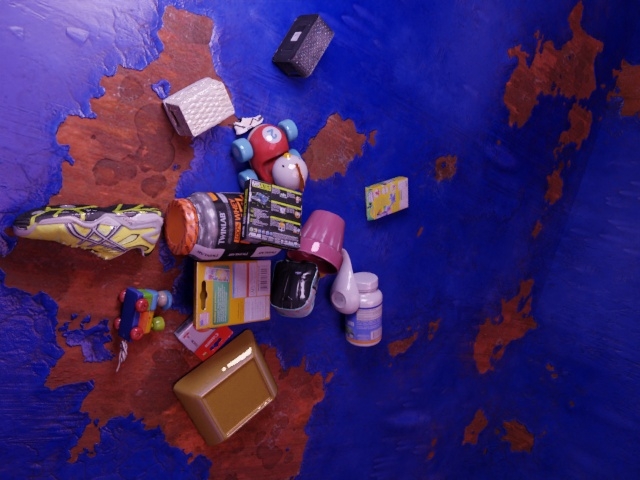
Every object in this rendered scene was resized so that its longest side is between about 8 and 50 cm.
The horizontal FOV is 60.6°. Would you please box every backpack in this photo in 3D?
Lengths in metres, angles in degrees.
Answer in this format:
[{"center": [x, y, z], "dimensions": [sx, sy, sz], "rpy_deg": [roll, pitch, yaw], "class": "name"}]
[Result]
[{"center": [-0.092, 0.177, 1.909], "dimensions": [0.144, 0.165, 0.189], "rpy_deg": [80, 19, -53], "class": "backpack"}]

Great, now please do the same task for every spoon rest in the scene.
[{"center": [0.086, 0.154, 2.105], "dimensions": [0.084, 0.137, 0.277], "rpy_deg": [-28, 117, -49], "class": "spoon rest"}]

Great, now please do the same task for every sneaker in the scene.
[{"center": [-0.605, -0.017, 1.465], "dimensions": [0.384, 0.145, 0.147], "rpy_deg": [-1, 105, -38], "class": "sneaker"}, {"center": [-0.227, -0.374, 1.724], "dimensions": [0.109, 0.040, 0.044], "rpy_deg": [-37, 114, -30], "class": "sneaker"}]

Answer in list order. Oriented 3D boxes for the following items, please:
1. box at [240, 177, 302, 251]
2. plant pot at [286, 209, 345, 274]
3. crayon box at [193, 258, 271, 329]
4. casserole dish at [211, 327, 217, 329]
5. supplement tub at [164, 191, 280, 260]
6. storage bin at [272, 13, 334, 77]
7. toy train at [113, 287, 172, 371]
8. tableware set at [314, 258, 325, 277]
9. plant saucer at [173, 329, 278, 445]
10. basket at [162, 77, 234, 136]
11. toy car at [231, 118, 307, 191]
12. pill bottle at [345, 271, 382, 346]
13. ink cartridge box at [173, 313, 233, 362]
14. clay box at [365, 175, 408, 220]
[{"center": [-0.143, -0.074, 1.635], "dimensions": [0.190, 0.045, 0.184], "rpy_deg": [12, 69, -35], "class": "box"}, {"center": [0.000, 0.000, 1.950], "dimensions": [0.201, 0.201, 0.180], "rpy_deg": [37, 65, -41], "class": "plant pot"}, {"center": [-0.295, 0.163, 1.741], "dimensions": [0.322, 0.083, 0.203], "rpy_deg": [2, 89, -54], "class": "crayon box"}, {"center": [-0.322, 0.210, 1.805], "dimensions": [0.188, 0.036, 0.114], "rpy_deg": [-52, 129, -38], "class": "casserole dish"}, {"center": [-0.287, -0.044, 1.674], "dimensions": [0.337, 0.207, 0.207], "rpy_deg": [-3, 107, -39], "class": "supplement tub"}, {"center": [-0.055, -0.614, 1.728], "dimensions": [0.084, 0.122, 0.180], "rpy_deg": [35, 82, -41], "class": "storage bin"}, {"center": [-0.537, 0.265, 1.654], "dimensions": [0.143, 0.105, 0.248], "rpy_deg": [2, 104, -53], "class": "toy train"}, {"center": [-0.017, 0.118, 2.075], "dimensions": [0.104, 0.024, 0.154], "rpy_deg": [34, 80, -50], "class": "tableware set"}, {"center": [-0.305, 0.539, 1.936], "dimensions": [0.332, 0.081, 0.333], "rpy_deg": [-35, 126, -25], "class": "plant saucer"}, {"center": [-0.346, -0.384, 1.579], "dimensions": [0.167, 0.103, 0.113], "rpy_deg": [-38, 126, -24], "class": "basket"}, {"center": [-0.117, -0.242, 1.716], "dimensions": [0.219, 0.238, 0.210], "rpy_deg": [-30, 131, -29], "class": "toy car"}, {"center": [0.172, 0.272, 2.196], "dimensions": [0.152, 0.152, 0.272], "rpy_deg": [-16, 114, -35], "class": "pill bottle"}, {"center": [-0.381, 0.315, 1.828], "dimensions": [0.145, 0.045, 0.179], "rpy_deg": [-47, 126, -17], "class": "ink cartridge box"}, {"center": [0.255, -0.168, 2.180], "dimensions": [0.222, 0.053, 0.128], "rpy_deg": [-19, 116, -32], "class": "clay box"}]
